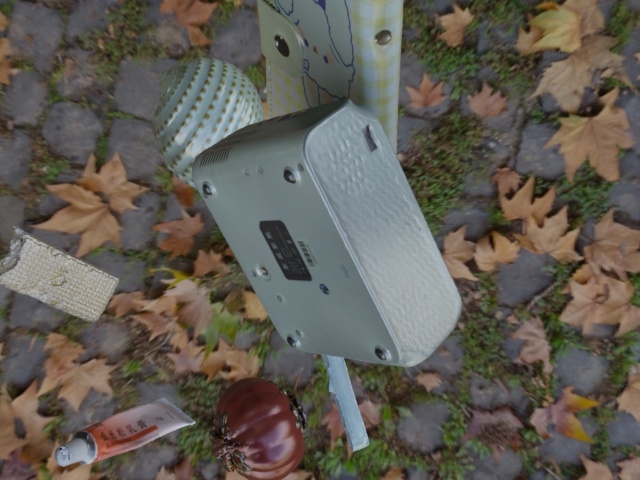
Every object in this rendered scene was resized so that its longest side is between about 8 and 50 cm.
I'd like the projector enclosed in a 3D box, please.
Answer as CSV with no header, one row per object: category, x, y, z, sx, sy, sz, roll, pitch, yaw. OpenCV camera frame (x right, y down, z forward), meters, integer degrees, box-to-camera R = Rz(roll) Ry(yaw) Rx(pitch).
projector,0.000,0.000,0.739,0.108,0.198,0.250,-41,113,-32

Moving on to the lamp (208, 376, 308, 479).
lamp,-0.136,0.401,1.545,0.227,0.227,0.227,0,91,-2

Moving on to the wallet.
wallet,0.009,-0.190,0.790,0.077,0.309,0.223,-31,58,-17

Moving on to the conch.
conch,-0.225,-0.205,1.490,0.215,0.303,0.319,-34,108,-23

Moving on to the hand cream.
hand cream,-0.232,0.231,0.887,0.038,0.216,0.052,-34,79,22

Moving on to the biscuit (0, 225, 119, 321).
biscuit,-0.503,0.071,1.392,0.239,0.062,0.108,34,80,-41

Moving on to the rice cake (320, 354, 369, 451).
rice cake,0.036,0.258,1.212,0.042,0.030,0.180,-17,88,-18
